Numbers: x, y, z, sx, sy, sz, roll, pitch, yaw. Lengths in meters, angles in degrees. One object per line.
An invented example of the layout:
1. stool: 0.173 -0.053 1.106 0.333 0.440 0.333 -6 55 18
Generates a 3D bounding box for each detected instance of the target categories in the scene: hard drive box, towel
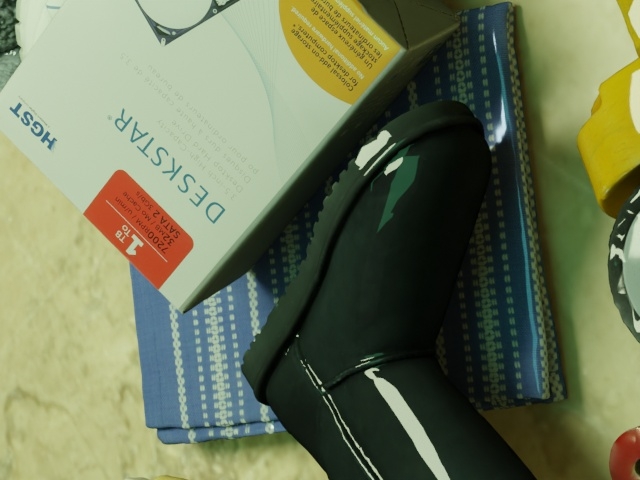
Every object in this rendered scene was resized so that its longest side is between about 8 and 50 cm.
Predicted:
1. hard drive box: -0.062 -0.103 1.107 0.181 0.089 0.232 44 120 6
2. towel: 0.000 0.000 1.176 0.336 0.040 0.243 -10 86 39

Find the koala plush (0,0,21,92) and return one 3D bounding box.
1. koala plush: -0.277 -0.188 1.306 0.221 0.203 0.196 22 109 25

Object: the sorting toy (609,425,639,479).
1. sorting toy: 0.188 0.247 1.023 0.132 0.046 0.274 -29 76 39

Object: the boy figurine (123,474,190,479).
1. boy figurine: -0.092 0.247 1.238 0.285 0.092 0.177 -8 86 44

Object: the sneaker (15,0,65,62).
1. sneaker: -0.095 -0.175 1.191 0.129 0.111 0.297 53 126 17

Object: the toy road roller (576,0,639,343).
1. toy road roller: 0.260 -0.095 0.827 0.329 0.202 0.240 -35 66 39

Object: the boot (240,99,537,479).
1. boot: 0.069 0.074 1.034 0.207 0.094 0.246 52 128 29
